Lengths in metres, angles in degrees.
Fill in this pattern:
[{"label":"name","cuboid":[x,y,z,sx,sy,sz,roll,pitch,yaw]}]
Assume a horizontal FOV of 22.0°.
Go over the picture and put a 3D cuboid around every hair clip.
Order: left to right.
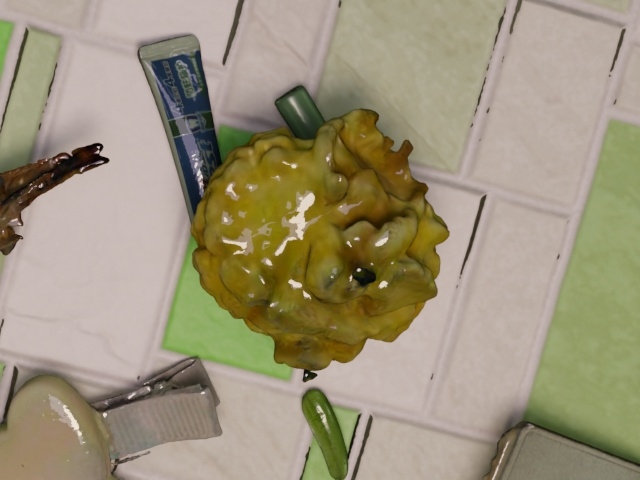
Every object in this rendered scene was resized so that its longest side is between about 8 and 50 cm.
[{"label":"hair clip","cuboid":[-0.192,0.181,1.439,0.219,0.071,0.159,-17,101,1]}]

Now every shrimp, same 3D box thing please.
[{"label":"shrimp","cuboid":[-0.281,-0.003,1.405,0.262,0.066,0.117,-21,114,11]}]

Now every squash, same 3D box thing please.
[{"label":"squash","cuboid":[0.007,0.174,1.477,0.027,0.027,0.089,-23,101,-3]}]

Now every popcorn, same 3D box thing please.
[{"label":"popcorn","cuboid":[0.002,0.001,1.368,0.189,0.169,0.218,-38,123,25]}]

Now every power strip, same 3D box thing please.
[{"label":"power strip","cuboid":[0.210,0.275,1.491,0.213,0.064,0.198,22,93,-22]}]

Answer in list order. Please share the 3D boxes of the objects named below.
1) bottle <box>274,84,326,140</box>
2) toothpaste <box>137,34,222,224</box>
[{"label":"bottle","cuboid":[-0.007,-0.094,1.437,0.030,0.030,0.083,-32,100,-1]},{"label":"toothpaste","cuboid":[-0.109,-0.078,1.427,0.057,0.035,0.197,-16,98,-20]}]
